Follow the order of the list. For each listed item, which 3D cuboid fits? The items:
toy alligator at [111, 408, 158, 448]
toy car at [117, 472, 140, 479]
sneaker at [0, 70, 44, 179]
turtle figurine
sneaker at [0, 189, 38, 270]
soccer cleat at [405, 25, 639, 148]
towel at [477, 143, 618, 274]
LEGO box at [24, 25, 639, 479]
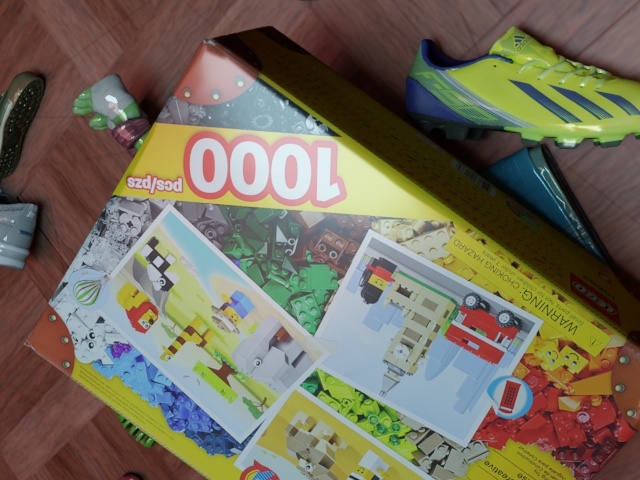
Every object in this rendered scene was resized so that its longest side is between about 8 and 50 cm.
[{"bbox_3d":[-0.288,0.256,1.365,0.190,0.051,0.056,44,121,12],"label":"toy alligator"},{"bbox_3d":[-0.279,0.513,1.403,0.225,0.053,0.239,36,122,37],"label":"toy car"},{"bbox_3d":[-0.477,-0.183,1.333,0.086,0.064,0.192,38,124,10],"label":"sneaker"},{"bbox_3d":[-0.223,-0.054,1.145,0.275,0.198,0.266,-43,83,29],"label":"turtle figurine"},{"bbox_3d":[-0.539,-0.053,1.412,0.281,0.105,0.115,25,86,24],"label":"sneaker"},{"bbox_3d":[0.221,-0.157,0.918,0.289,0.093,0.121,8,100,27],"label":"soccer cleat"},{"bbox_3d":[0.170,0.086,1.054,0.370,0.040,0.271,-32,87,35],"label":"towel"},{"bbox_3d":[0.025,0.085,0.905,0.500,0.193,0.372,35,111,2],"label":"LEGO box"}]
